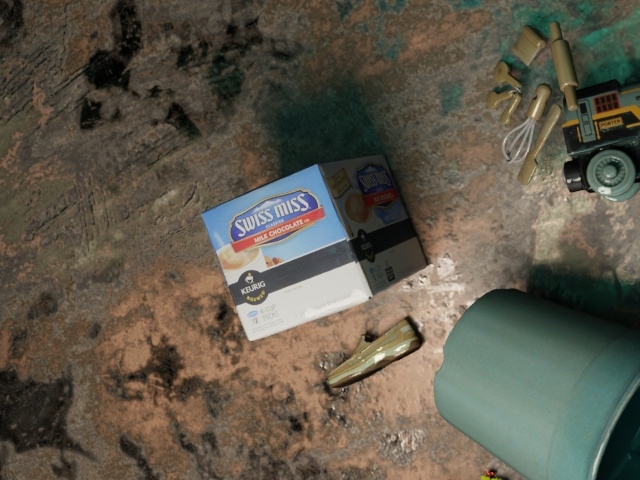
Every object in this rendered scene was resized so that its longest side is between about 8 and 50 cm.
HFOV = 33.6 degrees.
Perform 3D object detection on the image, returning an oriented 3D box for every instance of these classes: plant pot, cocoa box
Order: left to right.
[{"bbox_3d":[0.000,0.000,1.795,0.231,0.347,0.228,-21,89,22],"label":"cocoa box"},{"bbox_3d":[0.383,0.246,1.679,0.334,0.341,0.341,27,107,40],"label":"plant pot"}]

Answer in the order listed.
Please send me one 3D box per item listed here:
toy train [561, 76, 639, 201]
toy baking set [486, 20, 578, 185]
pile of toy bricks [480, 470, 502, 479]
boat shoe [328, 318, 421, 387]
[{"bbox_3d":[0.540,-0.177,1.683,0.334,0.142,0.190,-13,83,22],"label":"toy train"},{"bbox_3d":[0.351,-0.227,1.737,0.197,0.030,0.256,-46,46,49],"label":"toy baking set"},{"bbox_3d":[0.299,0.464,1.888,0.212,0.118,0.105,8,68,29],"label":"pile of toy bricks"},{"bbox_3d":[0.091,0.205,1.949,0.190,0.068,0.072,-29,74,12],"label":"boat shoe"}]
